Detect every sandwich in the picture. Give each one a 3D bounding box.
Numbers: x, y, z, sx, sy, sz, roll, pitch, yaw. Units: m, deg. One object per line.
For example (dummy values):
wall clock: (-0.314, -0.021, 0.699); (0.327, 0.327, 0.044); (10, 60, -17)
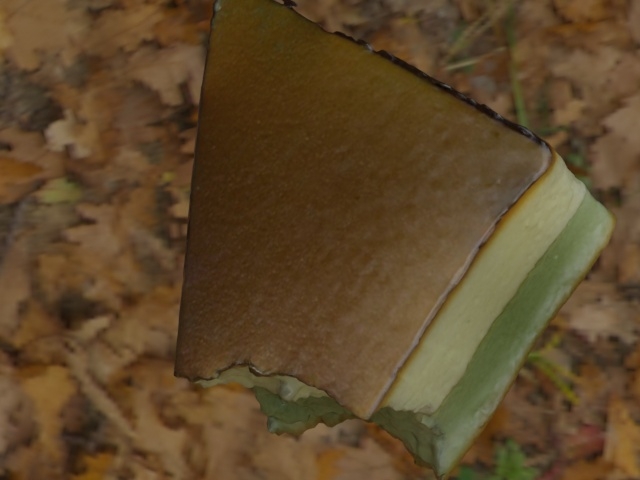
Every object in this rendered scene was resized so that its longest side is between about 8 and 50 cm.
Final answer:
sandwich: (0.000, 0.000, 0.951); (0.186, 0.220, 0.108); (-55, 145, -3)
